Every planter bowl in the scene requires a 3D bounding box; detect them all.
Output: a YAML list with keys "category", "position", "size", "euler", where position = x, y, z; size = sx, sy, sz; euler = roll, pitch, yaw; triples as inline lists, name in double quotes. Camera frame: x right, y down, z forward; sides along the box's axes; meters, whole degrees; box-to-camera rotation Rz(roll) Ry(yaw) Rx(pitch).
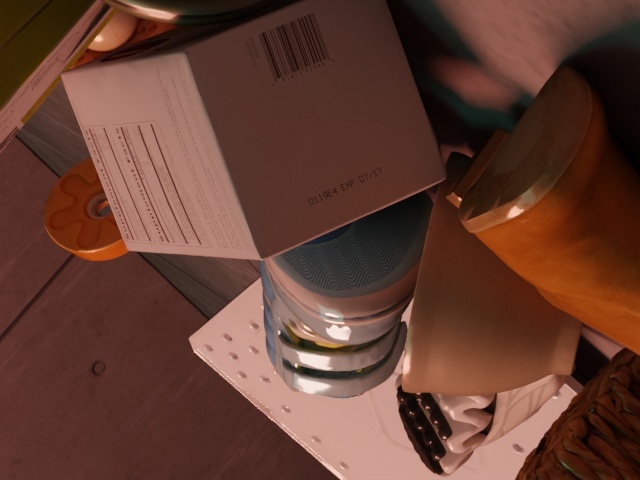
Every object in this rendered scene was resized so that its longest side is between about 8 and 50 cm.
- category: "planter bowl"
  position: [0.123, 0.030, 1.293]
  size: [0.109, 0.162, 0.162]
  euler: [11, 167, 7]

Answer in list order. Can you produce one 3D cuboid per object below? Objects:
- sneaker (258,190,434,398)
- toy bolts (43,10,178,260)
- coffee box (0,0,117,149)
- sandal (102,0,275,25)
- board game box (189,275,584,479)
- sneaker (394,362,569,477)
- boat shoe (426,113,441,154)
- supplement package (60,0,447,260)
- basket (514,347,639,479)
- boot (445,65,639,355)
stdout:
- category: "sneaker"
  position: [0.021, 0.051, 1.443]
  size: [0.319, 0.127, 0.208]
  euler: [-104, 7, -68]
- category: "toy bolts"
  position: [-0.138, -0.098, 1.629]
  size: [0.228, 0.218, 0.158]
  euler: [15, 154, 28]
- category: "coffee box"
  position: [-0.323, -0.202, 1.331]
  size: [0.337, 0.338, 0.334]
  euler: [41, 171, -6]
- category: "sandal"
  position: [-0.138, -0.237, 1.128]
  size: [0.303, 0.120, 0.086]
  euler: [41, 158, -4]
- category: "board game box"
  position: [0.105, 0.145, 1.770]
  size: [0.390, 0.050, 0.390]
  euler: [41, 148, -6]
- category: "sneaker"
  position: [0.143, 0.071, 1.493]
  size: [0.110, 0.118, 0.292]
  euler: [64, 157, 23]
- category: "boat shoe"
  position: [0.025, -0.077, 1.392]
  size: [0.076, 0.080, 0.228]
  euler: [18, -178, -37]
- category: "supplement package"
  position: [-0.051, -0.075, 1.256]
  size: [0.244, 0.139, 0.134]
  euler: [2, 114, 65]
- category: "basket"
  position: [0.276, 0.228, 1.368]
  size: [0.299, 0.213, 0.223]
  euler: [40, 171, 6]
- category: "boot"
  position: [0.182, 0.009, 1.085]
  size: [0.211, 0.104, 0.295]
  euler: [35, 177, -1]
